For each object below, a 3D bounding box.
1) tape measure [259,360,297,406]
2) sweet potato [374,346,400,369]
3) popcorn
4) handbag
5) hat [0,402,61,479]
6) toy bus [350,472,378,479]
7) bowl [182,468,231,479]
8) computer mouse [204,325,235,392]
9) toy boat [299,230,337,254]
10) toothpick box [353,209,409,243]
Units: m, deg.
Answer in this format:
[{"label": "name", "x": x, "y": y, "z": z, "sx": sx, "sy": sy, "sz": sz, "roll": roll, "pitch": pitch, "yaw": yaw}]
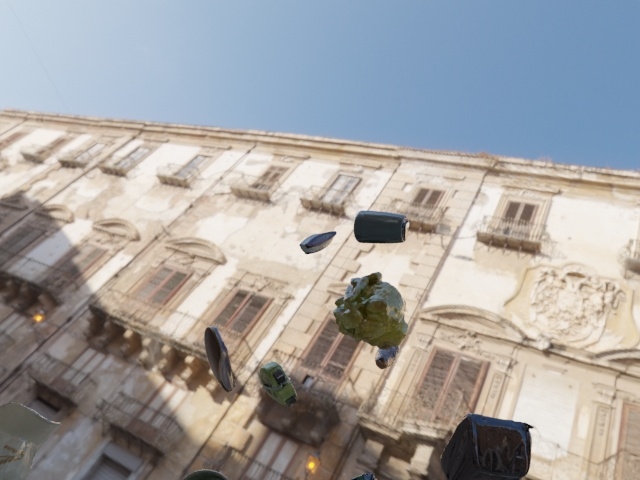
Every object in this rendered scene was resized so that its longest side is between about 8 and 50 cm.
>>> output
[{"label": "tape measure", "x": -0.174, "y": 0.550, "z": 1.908, "sx": 0.177, "sy": 0.087, "sz": 0.154, "roll": 0, "pitch": -67, "yaw": 55}, {"label": "sweet potato", "x": 0.299, "y": 0.497, "z": 2.153, "sx": 0.095, "sy": 0.354, "sz": 0.106, "roll": -24, "pitch": -84, "yaw": 17}, {"label": "popcorn", "x": 0.196, "y": 0.286, "z": 1.962, "sx": 0.312, "sy": 0.312, "sz": 0.312, "roll": 22, "pitch": -40, "yaw": 20}, {"label": "handbag", "x": 0.634, "y": 0.795, "z": 1.796, "sx": 0.301, "sy": 0.178, "sz": 0.275, "roll": 15, "pitch": -67, "yaw": -13}, {"label": "hat", "x": -0.969, "y": 0.661, "z": 1.534, "sx": 0.258, "sy": 0.301, "sz": 0.168, "roll": 48, "pitch": 7, "yaw": -40}, {"label": "toy bus", "x": 0.177, "y": 0.973, "z": 1.837, "sx": 0.091, "sy": 0.160, "sz": 0.079, "roll": -34, "pitch": -37, "yaw": 26}, {"label": "bowl", "x": -0.384, "y": 0.970, "z": 1.733, "sx": 0.289, "sy": 0.290, "sz": 0.146, "roll": 18, "pitch": -14, "yaw": 24}, {"label": "computer mouse", "x": -0.368, "y": 0.436, "z": 1.766, "sx": 0.158, "sy": 0.071, "sz": 0.311, "roll": 56, "pitch": -23, "yaw": 36}, {"label": "toy boat", "x": 0.000, "y": 0.000, "z": 2.103, "sx": 0.080, "sy": 0.228, "sz": 0.046, "roll": 55, "pitch": -48, "yaw": 11}, {"label": "toothpick box", "x": 0.220, "y": -0.045, "z": 1.739, "sx": 0.184, "sy": 0.120, "sz": 0.120, "roll": 5, "pitch": -48, "yaw": 25}]
